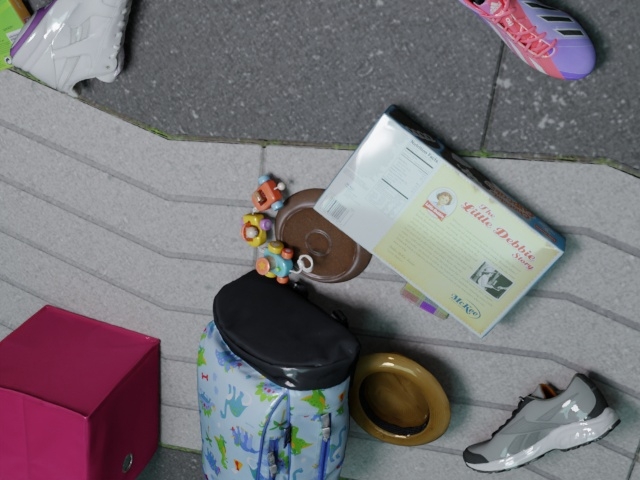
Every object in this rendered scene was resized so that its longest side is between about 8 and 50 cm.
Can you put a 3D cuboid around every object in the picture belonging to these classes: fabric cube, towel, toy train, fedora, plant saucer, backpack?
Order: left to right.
[{"bbox_3d":[-0.461,0.314,1.633,0.259,0.254,0.258,15,119,15],"label":"fabric cube"},{"bbox_3d":[-0.081,-0.011,1.398,0.125,0.046,0.166,-31,82,47],"label":"toy train"},{"bbox_3d":[-0.077,0.278,1.456,0.290,0.273,0.355,34,145,42],"label":"backpack"},{"bbox_3d":[0.000,0.000,1.413,0.168,0.029,0.168,10,120,17],"label":"plant saucer"},{"bbox_3d":[0.129,0.247,1.459,0.194,0.079,0.194,10,124,15],"label":"fedora"},{"bbox_3d":[0.171,0.084,1.398,0.083,0.009,0.060,30,123,4],"label":"towel"}]

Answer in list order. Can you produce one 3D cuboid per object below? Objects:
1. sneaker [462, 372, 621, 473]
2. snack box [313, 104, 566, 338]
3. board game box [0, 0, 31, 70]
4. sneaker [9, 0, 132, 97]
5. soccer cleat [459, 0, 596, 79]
[{"bbox_3d":[0.334,0.290,1.401,0.271,0.100,0.108,-34,76,35],"label":"sneaker"},{"bbox_3d":[0.171,-0.025,1.301,0.322,0.060,0.187,38,117,0],"label":"snack box"},{"bbox_3d":[-0.542,-0.390,1.392,0.124,0.039,0.259,-10,128,26],"label":"board game box"},{"bbox_3d":[-0.329,-0.334,1.344,0.305,0.114,0.152,-34,122,31],"label":"sneaker"},{"bbox_3d":[0.242,-0.284,1.124,0.248,0.095,0.083,43,123,-3],"label":"soccer cleat"}]
